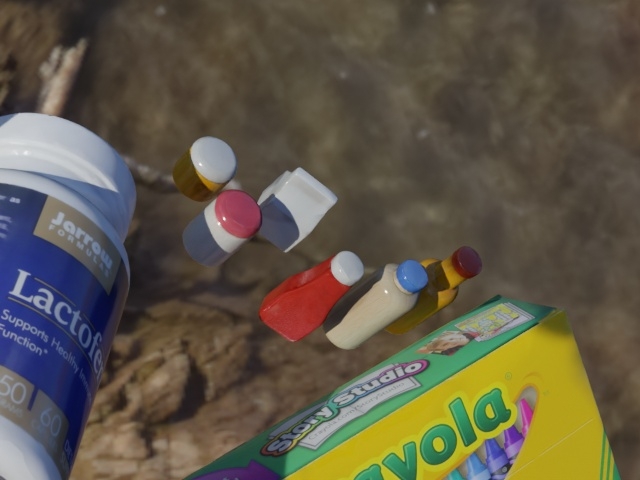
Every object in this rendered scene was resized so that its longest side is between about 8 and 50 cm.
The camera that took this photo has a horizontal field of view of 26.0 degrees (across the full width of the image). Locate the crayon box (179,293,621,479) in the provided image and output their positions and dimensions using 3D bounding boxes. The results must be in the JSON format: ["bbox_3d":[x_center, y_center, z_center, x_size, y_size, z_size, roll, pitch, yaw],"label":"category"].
[{"bbox_3d":[0.079,0.264,1.115,0.363,0.106,0.313,-29,110,-22],"label":"crayon box"}]

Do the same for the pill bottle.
[{"bbox_3d":[-0.207,0.050,0.880,0.153,0.153,0.265,33,42,-22],"label":"pill bottle"}]

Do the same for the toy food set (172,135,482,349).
[{"bbox_3d":[0.000,0.000,1.034,0.232,0.104,0.111,38,45,-13],"label":"toy food set"}]
